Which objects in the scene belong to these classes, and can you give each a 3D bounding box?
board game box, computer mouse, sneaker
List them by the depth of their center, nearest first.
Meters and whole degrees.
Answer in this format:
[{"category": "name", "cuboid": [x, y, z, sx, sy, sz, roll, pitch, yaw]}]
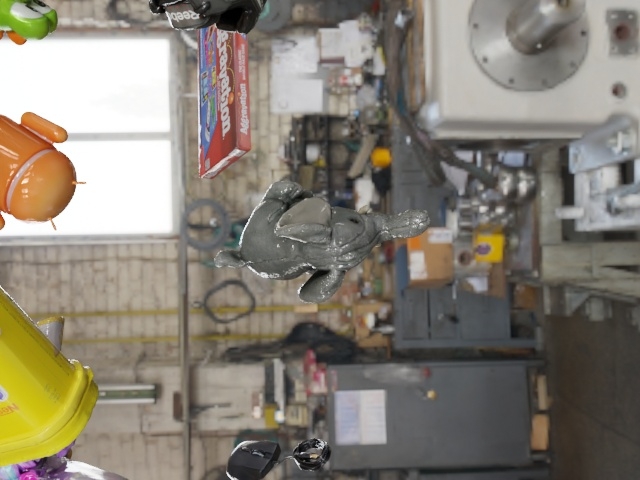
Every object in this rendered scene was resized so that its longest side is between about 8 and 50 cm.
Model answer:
[{"category": "sneaker", "cuboid": [-0.138, -0.278, 0.787, 0.276, 0.097, 0.135, 16, -90, -54]}, {"category": "computer mouse", "cuboid": [-0.069, 0.316, 1.221, 0.242, 0.041, 0.071, -24, 20, 46]}, {"category": "board game box", "cuboid": [-0.155, -0.253, 1.310, 0.145, 0.027, 0.282, -26, 63, 54]}]

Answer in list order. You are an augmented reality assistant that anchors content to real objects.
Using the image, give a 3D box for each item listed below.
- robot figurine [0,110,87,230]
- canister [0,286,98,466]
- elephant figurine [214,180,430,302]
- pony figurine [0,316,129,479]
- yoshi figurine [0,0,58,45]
[{"category": "robot figurine", "cuboid": [-0.465, -0.106, 1.260, 0.158, 0.219, 0.128, -50, -12, -45]}, {"category": "canister", "cuboid": [-0.254, 0.077, 0.572, 0.170, 0.126, 0.073, 59, -154, -33]}, {"category": "elephant figurine", "cuboid": [0.000, 0.000, 1.182, 0.239, 0.169, 0.186, 19, 84, 56]}, {"category": "pony figurine", "cuboid": [-0.391, 0.282, 1.094, 0.351, 0.302, 0.364, 82, 173, -82]}, {"category": "yoshi figurine", "cuboid": [-0.590, -0.480, 1.371, 0.204, 0.362, 0.203, -65, 11, -22]}]
